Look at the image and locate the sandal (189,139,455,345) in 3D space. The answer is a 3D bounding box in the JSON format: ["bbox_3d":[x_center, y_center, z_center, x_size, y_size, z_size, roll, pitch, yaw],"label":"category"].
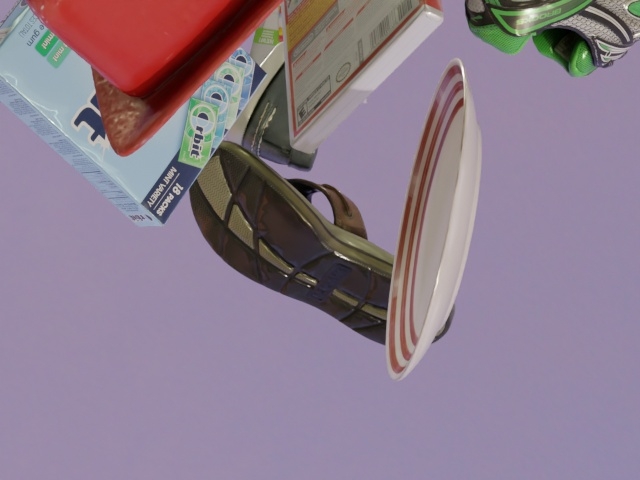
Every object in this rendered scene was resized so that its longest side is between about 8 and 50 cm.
[{"bbox_3d":[0.000,0.001,1.474,0.120,0.303,0.086,-38,-154,41],"label":"sandal"}]

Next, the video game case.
[{"bbox_3d":[0.030,-0.245,1.411,0.204,0.025,0.285,-43,-141,39],"label":"video game case"}]

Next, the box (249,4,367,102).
[{"bbox_3d":[0.002,-0.263,1.792,0.145,0.038,0.186,11,-106,8],"label":"box"}]

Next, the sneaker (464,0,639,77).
[{"bbox_3d":[0.249,-0.216,1.312,0.134,0.343,0.146,32,-65,50],"label":"sneaker"}]

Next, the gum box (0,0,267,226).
[{"bbox_3d":[-0.147,-0.127,1.141,0.041,0.184,0.157,0,-128,52],"label":"gum box"}]

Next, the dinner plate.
[{"bbox_3d":[0.050,-0.008,0.656,0.017,0.141,0.141,9,-115,-5],"label":"dinner plate"}]

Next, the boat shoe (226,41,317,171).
[{"bbox_3d":[0.026,-0.195,1.559,0.099,0.116,0.319,31,-119,10],"label":"boat shoe"}]

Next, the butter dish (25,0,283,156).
[{"bbox_3d":[-0.078,-0.146,0.611,0.160,0.118,0.160,-43,-139,26],"label":"butter dish"}]
